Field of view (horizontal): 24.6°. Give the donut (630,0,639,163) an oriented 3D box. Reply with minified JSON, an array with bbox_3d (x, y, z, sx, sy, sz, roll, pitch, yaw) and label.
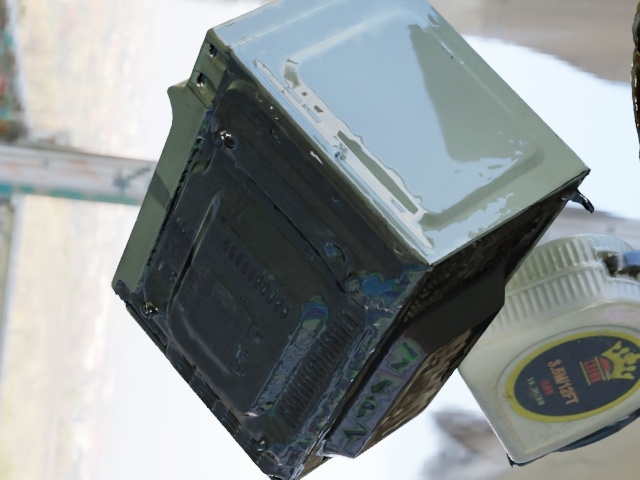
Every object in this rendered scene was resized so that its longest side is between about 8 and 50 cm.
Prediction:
[{"bbox_3d":[0.337,-0.096,1.032,0.317,0.150,0.299,-112,-154,-47],"label":"donut"}]

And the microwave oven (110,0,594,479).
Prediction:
[{"bbox_3d":[0.000,0.000,1.203,0.286,0.218,0.355,49,-38,16],"label":"microwave oven"}]

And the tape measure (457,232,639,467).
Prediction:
[{"bbox_3d":[0.263,0.108,1.517,0.271,0.231,0.133,60,13,-45],"label":"tape measure"}]
